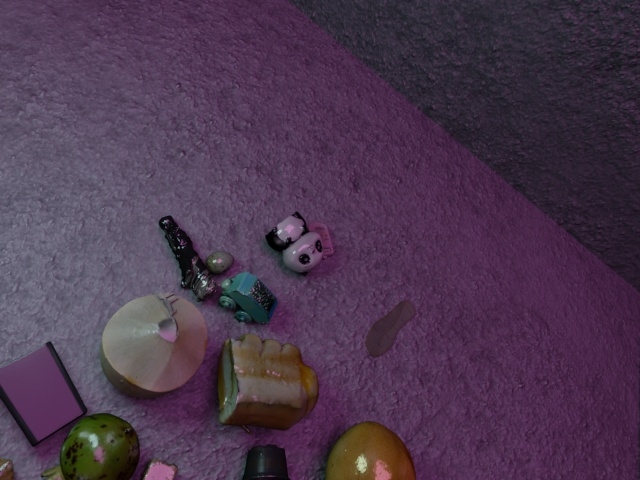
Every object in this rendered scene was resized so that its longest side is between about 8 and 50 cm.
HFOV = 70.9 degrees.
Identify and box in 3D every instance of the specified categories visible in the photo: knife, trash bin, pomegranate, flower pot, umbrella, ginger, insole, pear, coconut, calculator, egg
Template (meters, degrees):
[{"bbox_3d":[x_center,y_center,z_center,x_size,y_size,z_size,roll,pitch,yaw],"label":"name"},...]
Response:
[{"bbox_3d":[-0.293,0.573,1.486,0.184,0.022,0.026,45,78,1],"label":"knife"},{"bbox_3d":[-0.779,0.427,1.251,0.165,0.115,0.225,-31,85,-38],"label":"trash bin"},{"bbox_3d":[-0.614,0.585,1.210,0.263,0.211,0.211,-32,80,-2],"label":"pomegranate"},{"bbox_3d":[-0.169,0.708,1.407,0.157,0.157,0.107,17,43,-20],"label":"flower pot"},{"bbox_3d":[-0.491,0.061,1.614,0.106,0.113,0.357,-16,66,-50],"label":"umbrella"},{"bbox_3d":[-0.839,0.632,1.130,0.096,0.067,0.165,37,65,-5],"label":"ginger"},{"bbox_3d":[0.302,0.371,1.931,0.348,0.009,0.119,-36,83,-37],"label":"insole"},{"bbox_3d":[0.165,0.768,1.466,0.314,0.314,0.314,13,58,-22],"label":"pear"},{"bbox_3d":[-0.498,0.314,1.347,0.323,0.323,0.323,13,58,-22],"label":"coconut"},{"bbox_3d":[0.000,0.000,1.958,0.100,0.032,0.175,-2,66,-30],"label":"calculator"},{"bbox_3d":[-0.373,0.080,1.676,0.110,0.085,0.085,-27,79,-40],"label":"egg"}]

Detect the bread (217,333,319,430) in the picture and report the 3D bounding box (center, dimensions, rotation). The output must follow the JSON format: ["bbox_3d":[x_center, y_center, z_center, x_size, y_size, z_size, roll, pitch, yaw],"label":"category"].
[{"bbox_3d":[-0.177,0.481,1.487,0.341,0.210,0.300,14,35,-29],"label":"bread"}]

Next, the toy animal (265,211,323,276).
[{"bbox_3d":[-0.093,0.017,1.813,0.187,0.165,0.235,-39,86,-25],"label":"toy animal"}]

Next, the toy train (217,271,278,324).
[{"bbox_3d":[-0.255,0.207,1.600,0.203,0.163,0.112,49,44,-30],"label":"toy train"}]

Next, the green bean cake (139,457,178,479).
[{"bbox_3d":[-0.476,0.711,1.254,0.085,0.109,0.179,28,55,-13],"label":"green bean cake"}]
